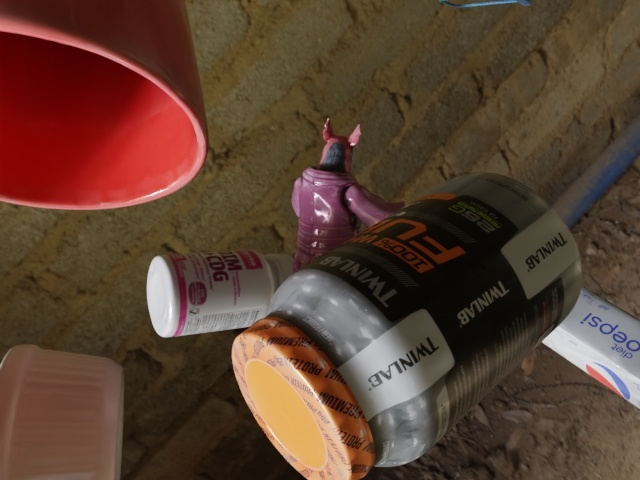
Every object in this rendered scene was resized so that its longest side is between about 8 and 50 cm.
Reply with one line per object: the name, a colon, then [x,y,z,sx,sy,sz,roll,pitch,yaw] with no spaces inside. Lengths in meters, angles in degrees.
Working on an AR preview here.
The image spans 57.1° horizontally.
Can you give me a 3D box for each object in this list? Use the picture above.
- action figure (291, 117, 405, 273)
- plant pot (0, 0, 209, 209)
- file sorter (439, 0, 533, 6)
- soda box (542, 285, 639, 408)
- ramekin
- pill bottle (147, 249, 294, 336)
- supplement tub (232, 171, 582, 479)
action figure: [0.000,0.000,0.903,0.248,0.276,0.370,11,107,40]
plant pot: [-0.234,-0.192,0.531,0.275,0.275,0.243,-15,66,26]
file sorter: [0.209,-0.384,0.735,0.105,0.170,0.118,4,17,26]
soda box: [0.501,0.189,0.967,0.098,0.091,0.286,-39,47,-15]
ramekin: [-0.303,0.258,0.693,0.127,0.272,0.272,3,47,-15]
pill bottle: [-0.192,0.100,1.197,0.160,0.283,0.160,8,99,57]
supplement tub: [0.087,0.075,0.562,0.316,0.193,0.194,-31,36,-32]
